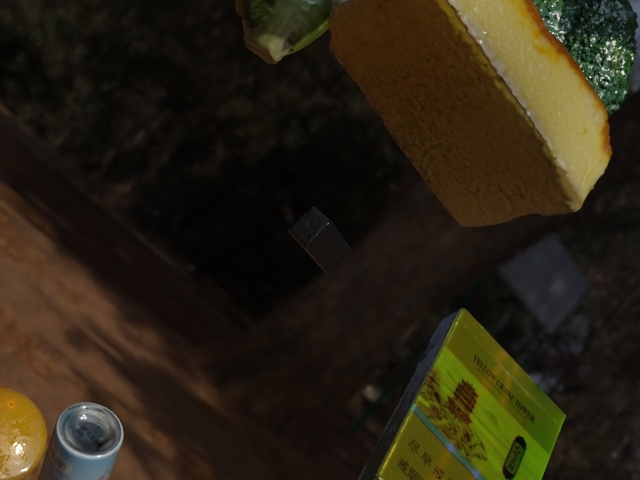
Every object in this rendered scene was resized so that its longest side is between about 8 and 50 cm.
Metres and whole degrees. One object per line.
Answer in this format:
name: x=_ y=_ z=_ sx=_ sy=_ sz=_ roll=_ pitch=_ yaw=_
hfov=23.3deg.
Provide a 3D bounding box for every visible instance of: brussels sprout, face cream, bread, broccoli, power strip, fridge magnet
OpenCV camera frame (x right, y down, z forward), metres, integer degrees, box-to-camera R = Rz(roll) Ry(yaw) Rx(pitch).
brussels sprout: x=-0.036 y=-0.319 z=1.983 sx=0.139 sy=0.181 sz=0.100 roll=23 pitch=-12 yaw=-16
face cream: x=-0.277 y=0.273 z=1.714 sx=0.075 sy=0.075 sz=0.229 roll=38 pitch=-44 yaw=12
bread: x=0.140 y=-0.148 z=1.445 sx=0.184 sy=0.114 sz=0.275 roll=-12 pitch=-61 yaw=53
broccoli: x=0.232 y=-0.183 z=1.763 sx=0.261 sy=0.269 sz=0.241 roll=-3 pitch=1 yaw=19
power strip: x=0.000 y=0.000 z=1.519 sx=0.029 sy=0.038 sz=0.111 roll=45 pitch=-3 yaw=19
fridge magnet: x=-0.456 y=0.277 z=2.181 sx=0.143 sy=0.143 sz=0.063 roll=39 pitch=-25 yaw=3

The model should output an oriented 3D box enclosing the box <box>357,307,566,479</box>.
box: x=0.104 y=0.149 z=1.104 sx=0.121 sy=0.193 sz=0.030 roll=47 pitch=-51 yaw=-11
